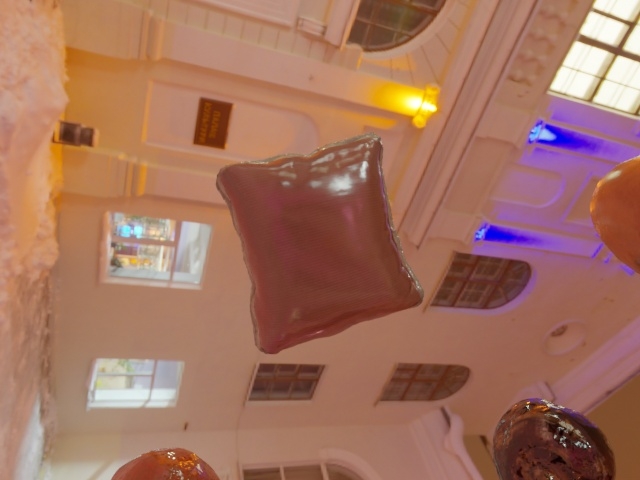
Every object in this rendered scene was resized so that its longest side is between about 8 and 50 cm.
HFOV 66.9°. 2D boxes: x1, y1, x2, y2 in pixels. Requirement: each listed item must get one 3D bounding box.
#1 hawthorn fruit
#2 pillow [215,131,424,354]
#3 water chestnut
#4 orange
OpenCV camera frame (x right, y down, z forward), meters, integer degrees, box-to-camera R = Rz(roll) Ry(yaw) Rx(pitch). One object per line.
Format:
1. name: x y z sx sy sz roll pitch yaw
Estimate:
1. hawthorn fruit: -0.247 0.390 0.706 0.225 0.196 0.197 7 -90 49
2. pillow: 0.000 0.000 0.464 0.075 0.171 0.179 180 -105 -73
3. water chestnut: 0.463 0.428 0.977 0.223 0.238 0.224 -5 -97 45
4. orange: 0.539 -0.037 0.731 0.171 0.240 0.240 -44 -154 -1
